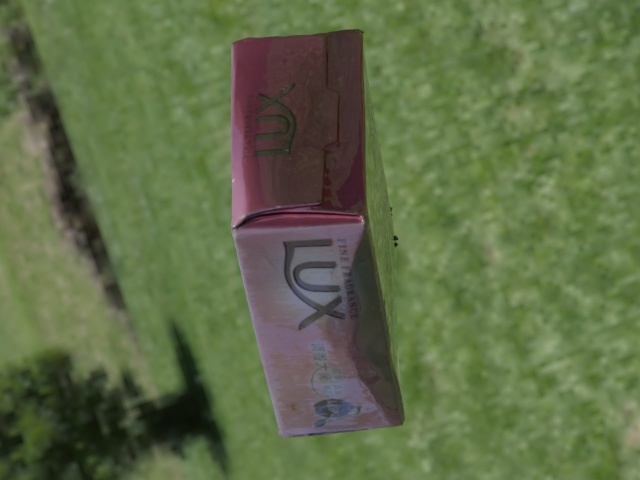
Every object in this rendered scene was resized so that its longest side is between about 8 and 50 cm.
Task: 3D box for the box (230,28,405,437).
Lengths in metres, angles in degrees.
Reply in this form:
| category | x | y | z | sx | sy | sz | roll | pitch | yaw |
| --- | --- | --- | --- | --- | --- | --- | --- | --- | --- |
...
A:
| category | x | y | z | sx | sy | sz | roll | pitch | yaw |
| --- | --- | --- | --- | --- | --- | --- | --- | --- | --- |
| box | 0.000 | 0.000 | 0.786 | 0.156 | 0.060 | 0.111 | 77 | -172 | -48 |
